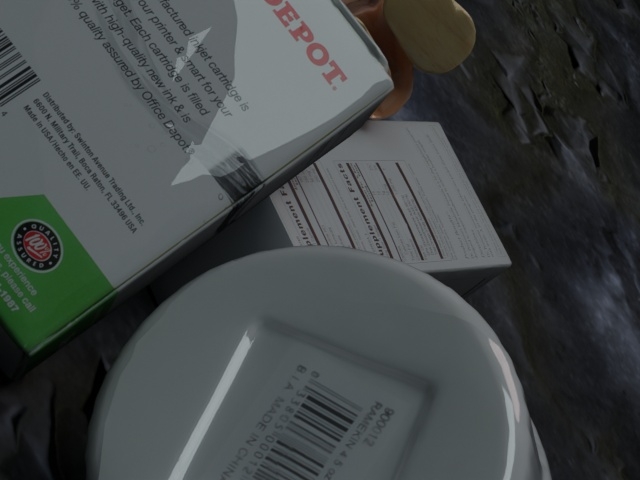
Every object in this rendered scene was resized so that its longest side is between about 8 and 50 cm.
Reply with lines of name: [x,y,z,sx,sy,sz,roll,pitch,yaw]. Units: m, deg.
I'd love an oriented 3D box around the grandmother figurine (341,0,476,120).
grandmother figurine: [0.005,-0.171,1.429,0.342,0.207,0.104,-127,-160,-72]

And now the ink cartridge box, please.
ink cartridge box: [-0.132,-0.084,1.122,0.289,0.121,0.211,-36,86,-19]

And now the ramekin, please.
ramekin: [-0.003,0.137,1.037,0.135,0.277,0.277,77,-4,-60]

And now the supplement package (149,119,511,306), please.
supplement package: [0.000,0.000,1.320,0.244,0.139,0.134,-2,61,-52]
